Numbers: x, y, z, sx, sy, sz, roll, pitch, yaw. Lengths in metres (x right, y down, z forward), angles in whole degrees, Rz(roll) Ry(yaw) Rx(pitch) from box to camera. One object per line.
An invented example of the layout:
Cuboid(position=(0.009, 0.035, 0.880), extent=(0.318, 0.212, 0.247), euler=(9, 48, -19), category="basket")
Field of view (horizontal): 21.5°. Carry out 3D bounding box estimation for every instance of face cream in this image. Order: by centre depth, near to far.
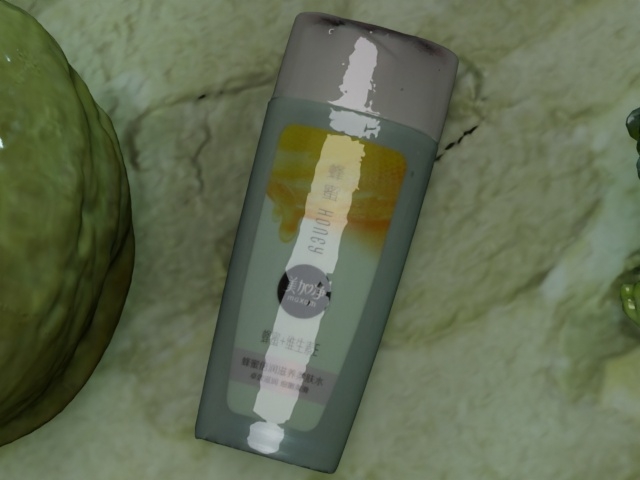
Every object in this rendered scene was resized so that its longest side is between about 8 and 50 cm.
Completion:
Cuboid(position=(0.000, 0.000, 1.018), extent=(0.107, 0.073, 0.269), euler=(16, 83, -3), category="face cream")

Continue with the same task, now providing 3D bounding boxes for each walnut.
Cuboid(position=(-0.225, -0.013, 0.958), extent=(0.283, 0.227, 0.283), euler=(12, 71, -37), category="walnut")

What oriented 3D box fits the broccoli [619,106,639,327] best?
Cuboid(position=(0.302, -0.017, 0.965), extent=(0.288, 0.248, 0.246), euler=(-11, 118, -8), category="broccoli")
